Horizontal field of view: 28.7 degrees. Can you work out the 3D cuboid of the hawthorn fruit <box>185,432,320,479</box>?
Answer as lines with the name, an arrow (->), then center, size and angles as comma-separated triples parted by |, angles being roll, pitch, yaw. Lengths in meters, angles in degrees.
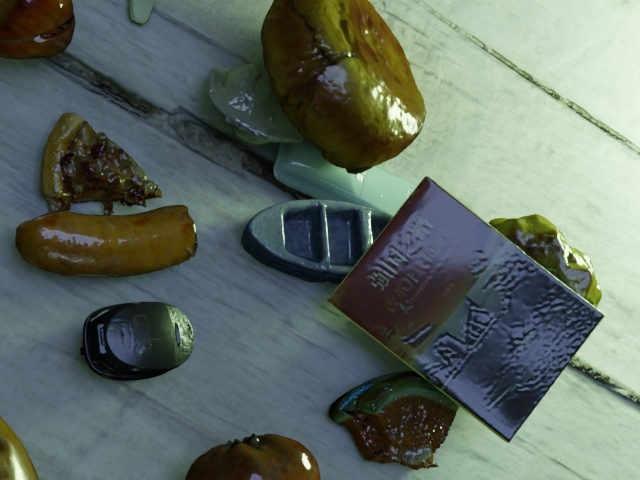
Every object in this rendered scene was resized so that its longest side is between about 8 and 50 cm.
hawthorn fruit -> -0.089, 0.405, 1.807 | 0.199, 0.199, 0.251 | -11, 92, -31

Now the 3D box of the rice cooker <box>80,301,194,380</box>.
rice cooker -> -0.269, 0.148, 1.826 | 0.165, 0.106, 0.112 | -1, 75, -25

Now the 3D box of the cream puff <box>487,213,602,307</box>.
cream puff -> 0.339, 0.095, 2.133 | 0.282, 0.185, 0.281 | 0, 88, -2

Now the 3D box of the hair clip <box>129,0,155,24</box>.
hair clip -> -0.287, -0.441, 2.049 | 0.060, 0.033, 0.188 | 13, 68, -22

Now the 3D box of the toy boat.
toy boat -> 0.000, 0.000, 2.039 | 0.283, 0.078, 0.127 | 5, 72, -27

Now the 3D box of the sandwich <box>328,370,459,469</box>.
sandwich -> 0.128, 0.281, 2.017 | 0.235, 0.079, 0.159 | 14, 68, -25

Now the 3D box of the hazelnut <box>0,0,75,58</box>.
hazelnut -> -0.454, -0.346, 1.857 | 0.182, 0.182, 0.182 | 9, 70, -26

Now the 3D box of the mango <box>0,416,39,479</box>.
mango -> -0.453, 0.382, 1.587 | 0.222, 0.199, 0.383 | -15, 78, -18

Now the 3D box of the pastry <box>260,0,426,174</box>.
pastry -> 0.036, -0.271, 2.039 | 0.356, 0.164, 0.356 | 42, 32, -33

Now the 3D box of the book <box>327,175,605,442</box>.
book -> 0.236, 0.110, 2.015 | 0.374, 0.028, 0.262 | 38, 85, -2

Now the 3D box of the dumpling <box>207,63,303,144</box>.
dumpling -> -0.112, -0.217, 2.036 | 0.150, 0.092, 0.176 | -22, 85, -38

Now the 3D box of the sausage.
sausage -> -0.317, 0.002, 1.851 | 0.271, 0.109, 0.108 | -1, 75, -30

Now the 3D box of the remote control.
remote control -> 0.059, -0.098, 2.120 | 0.293, 0.051, 0.103 | 24, 63, -21

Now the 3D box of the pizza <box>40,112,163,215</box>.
pizza -> -0.325, -0.102, 1.895 | 0.194, 0.069, 0.154 | 18, 65, -22
